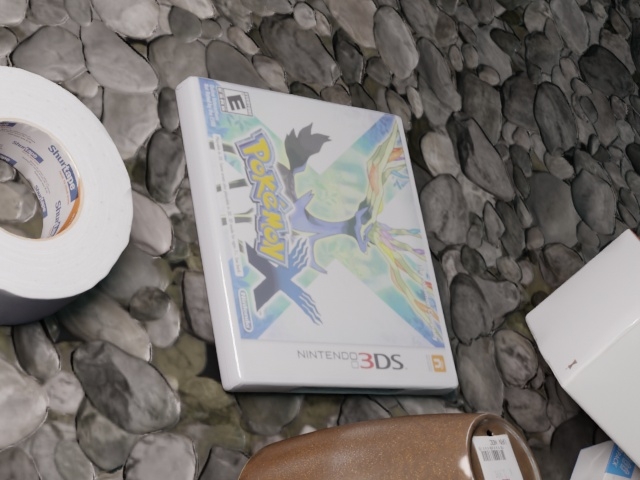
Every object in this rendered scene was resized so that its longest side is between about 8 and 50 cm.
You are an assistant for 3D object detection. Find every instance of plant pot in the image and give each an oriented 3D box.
[{"bbox_3d":[0.076,0.242,1.256,0.215,0.230,0.215,30,44,-35],"label":"plant pot"}]

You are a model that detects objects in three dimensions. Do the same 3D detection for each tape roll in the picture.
[{"bbox_3d":[-0.274,-0.040,1.227,0.219,0.072,0.219,20,56,-33],"label":"tape roll"}]

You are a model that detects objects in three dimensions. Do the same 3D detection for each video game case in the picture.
[{"bbox_3d":[0.000,0.000,1.478,0.300,0.036,0.329,6,64,-40],"label":"video game case"}]

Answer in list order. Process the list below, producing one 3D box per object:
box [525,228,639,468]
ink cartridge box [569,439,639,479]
[{"bbox_3d":[0.421,0.186,1.602,0.345,0.168,0.215,45,10,-14],"label":"box"},{"bbox_3d":[0.363,0.327,1.613,0.181,0.061,0.104,45,46,-15],"label":"ink cartridge box"}]
